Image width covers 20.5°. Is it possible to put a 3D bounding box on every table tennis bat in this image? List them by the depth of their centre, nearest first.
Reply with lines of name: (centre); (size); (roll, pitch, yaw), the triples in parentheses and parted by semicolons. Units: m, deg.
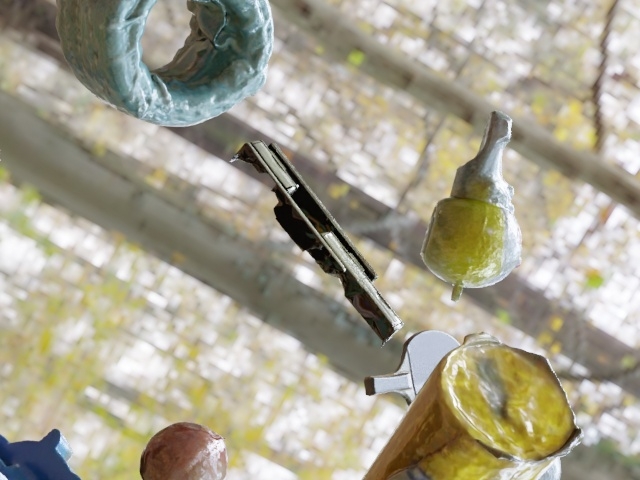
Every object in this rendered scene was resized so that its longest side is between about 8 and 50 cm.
table tennis bat: (0.140, 0.194, 2.510); (0.019, 0.220, 0.130); (-12, -96, 43)

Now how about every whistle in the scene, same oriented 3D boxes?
whistle: (0.186, -0.036, 2.005); (0.123, 0.123, 0.223); (180, -72, -70)

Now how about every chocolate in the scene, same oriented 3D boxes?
chocolate: (0.108, 0.298, 1.897); (0.162, 0.162, 0.445); (-80, -164, -48)

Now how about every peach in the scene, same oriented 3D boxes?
peach: (-0.125, 0.206, 1.637); (0.083, 0.083, 0.083); (-52, -161, 26)

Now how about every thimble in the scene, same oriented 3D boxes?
thimble: (-0.165, -0.223, 1.910); (0.143, 0.235, 0.198); (25, -92, 49)

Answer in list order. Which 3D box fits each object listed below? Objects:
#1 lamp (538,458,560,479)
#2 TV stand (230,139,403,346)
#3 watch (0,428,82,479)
lamp: (0.228, 0.265, 2.055); (0.105, 0.105, 0.105); (-52, -161, 26)
TV stand: (0.000, 0.000, 1.815); (0.042, 0.249, 0.036); (-24, 162, -50)
watch: (-0.441, 0.254, 2.042); (0.241, 0.274, 0.305); (-44, -124, -7)
